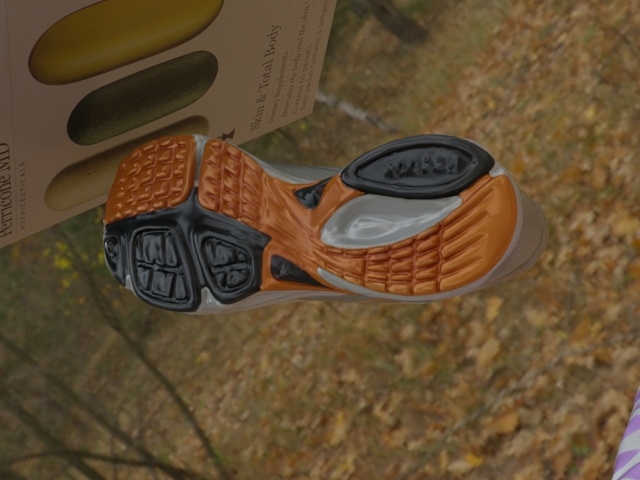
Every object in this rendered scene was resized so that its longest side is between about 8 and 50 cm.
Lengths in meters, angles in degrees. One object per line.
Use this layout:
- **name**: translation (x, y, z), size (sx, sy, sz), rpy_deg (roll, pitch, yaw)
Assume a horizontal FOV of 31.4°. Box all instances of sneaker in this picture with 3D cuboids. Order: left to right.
- **sneaker**: translation (0.000, 0.000, 0.626), size (0.121, 0.262, 0.099), rpy_deg (17, -101, -58)

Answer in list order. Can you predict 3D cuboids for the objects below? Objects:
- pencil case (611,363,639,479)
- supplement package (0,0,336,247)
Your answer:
- **pencil case**: translation (0.159, 0.122, 0.473), size (0.206, 0.086, 0.088), rpy_deg (-55, -9, -47)
- **supplement package**: translation (-0.148, -0.164, 0.718), size (0.262, 0.198, 0.199), rpy_deg (-27, -31, -31)
